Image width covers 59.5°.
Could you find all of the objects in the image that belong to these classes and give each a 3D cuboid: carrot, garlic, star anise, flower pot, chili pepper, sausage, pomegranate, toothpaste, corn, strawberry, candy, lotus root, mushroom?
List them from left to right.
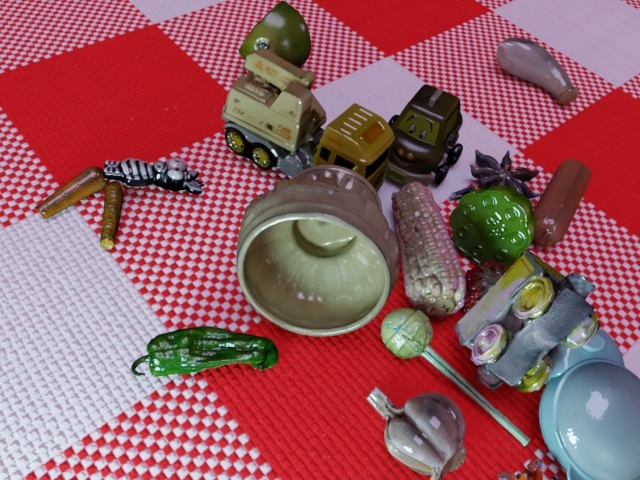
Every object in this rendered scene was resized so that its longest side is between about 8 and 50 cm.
[{"bbox_3d":[-0.537,-0.103,1.215,0.055,0.055,0.161,40,65,22],"label":"carrot"},{"bbox_3d":[-0.445,-0.056,1.191,0.042,0.042,0.170,-2,52,-9],"label":"carrot"},{"bbox_3d":[-0.202,0.201,1.003,0.257,0.074,0.100,-3,53,-11],"label":"chili pepper"},{"bbox_3d":[-0.118,-0.530,1.544,0.159,0.241,0.190,43,77,-17],"label":"pomegranate"},{"bbox_3d":[0.000,0.000,1.062,0.308,0.307,0.244,12,36,2],"label":"flower pot"},{"bbox_3d":[0.159,0.306,0.951,0.131,0.127,0.194,-27,41,-21],"label":"garlic"},{"bbox_3d":[0.224,0.008,1.182,0.127,0.126,0.335,2,51,-6],"label":"corn"},{"bbox_3d":[0.248,0.252,1.029,0.093,0.092,0.335,-42,76,-17],"label":"candy"},{"bbox_3d":[0.345,-0.115,1.355,0.083,0.019,0.027,-20,40,-25],"label":"toothpaste"},{"bbox_3d":[0.355,0.107,1.142,0.145,0.086,0.145,3,50,-4],"label":"strawberry"},{"bbox_3d":[0.400,-0.052,1.234,0.186,0.186,0.186,4,52,-5],"label":"lotus root"},{"bbox_3d":[0.450,-0.151,1.367,0.204,0.061,0.181,40,57,22],"label":"star anise"},{"bbox_3d":[0.646,-0.502,1.644,0.270,0.103,0.118,39,57,15],"label":"mushroom"},{"bbox_3d":[0.567,-0.095,1.324,0.086,0.086,0.289,30,56,15],"label":"sausage"}]

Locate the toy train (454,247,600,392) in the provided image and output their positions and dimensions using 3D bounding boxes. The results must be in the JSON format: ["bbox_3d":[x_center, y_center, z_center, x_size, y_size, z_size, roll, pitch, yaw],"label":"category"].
[{"bbox_3d":[0.360,0.142,0.990,0.134,0.261,0.177,32,21,-15],"label":"toy train"}]

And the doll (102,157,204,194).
[{"bbox_3d":[-0.366,-0.148,1.247,0.220,0.067,0.091,6,35,-20],"label":"doll"}]

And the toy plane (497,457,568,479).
[{"bbox_3d":[0.367,0.450,0.893,0.130,0.061,0.189,-13,59,-18],"label":"toy plane"}]

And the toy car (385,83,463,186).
[{"bbox_3d":[0.248,-0.270,1.347,0.204,0.198,0.248,29,55,14],"label":"toy car"}]

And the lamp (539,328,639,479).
[{"bbox_3d":[0.482,0.287,0.976,0.210,0.147,0.284,3,52,-15],"label":"lamp"}]

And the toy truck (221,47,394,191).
[{"bbox_3d":[-0.033,-0.253,1.273,0.405,0.254,0.180,32,51,13],"label":"toy truck"}]
